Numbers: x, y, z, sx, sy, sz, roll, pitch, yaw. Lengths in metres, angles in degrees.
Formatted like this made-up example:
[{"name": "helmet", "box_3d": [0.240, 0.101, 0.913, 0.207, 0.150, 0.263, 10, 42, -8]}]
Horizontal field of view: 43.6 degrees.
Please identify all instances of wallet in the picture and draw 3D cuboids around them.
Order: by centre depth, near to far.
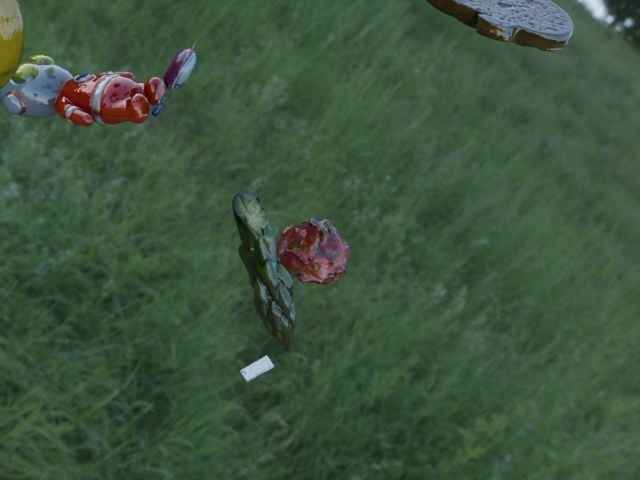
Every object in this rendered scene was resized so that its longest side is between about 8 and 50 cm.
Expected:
[{"name": "wallet", "box_3d": [-0.166, 0.334, 2.088, 0.044, 0.083, 0.011, 49, -19, 44]}]

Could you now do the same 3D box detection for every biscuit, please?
[{"name": "biscuit", "box_3d": [0.435, -0.569, 1.994, 0.395, 0.070, 0.350, 25, 38, 4]}]

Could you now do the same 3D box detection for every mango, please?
[{"name": "mango", "box_3d": [-0.429, -0.281, 1.026, 0.098, 0.190, 0.075, -29, 45, -35]}]

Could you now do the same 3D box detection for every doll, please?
[{"name": "doll", "box_3d": [-0.459, -0.274, 1.451, 0.337, 0.105, 0.199, 8, 37, 11]}]

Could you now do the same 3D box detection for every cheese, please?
[{"name": "cheese", "box_3d": [-0.255, -0.281, 1.394, 0.038, 0.145, 0.095, 31, 12, -13]}]

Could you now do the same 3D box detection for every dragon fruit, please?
[{"name": "dragon fruit", "box_3d": [0.000, 0.000, 1.523, 0.153, 0.110, 0.153, 18, 36, -14]}]

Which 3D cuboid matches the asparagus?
[{"name": "asparagus", "box_3d": [-0.088, 0.059, 1.333, 0.080, 0.080, 0.287, -117, -167, -65]}]
